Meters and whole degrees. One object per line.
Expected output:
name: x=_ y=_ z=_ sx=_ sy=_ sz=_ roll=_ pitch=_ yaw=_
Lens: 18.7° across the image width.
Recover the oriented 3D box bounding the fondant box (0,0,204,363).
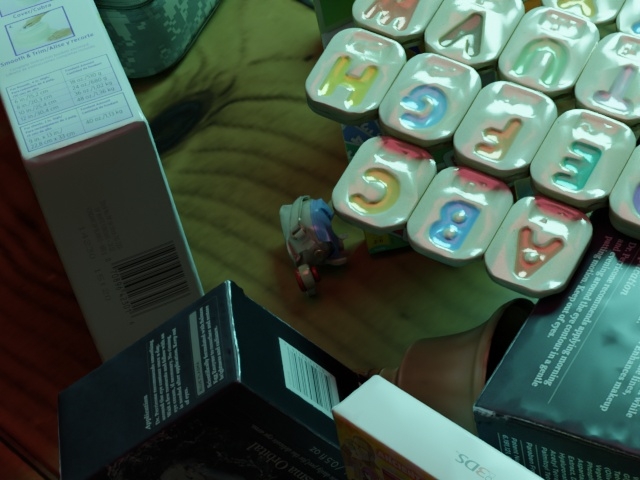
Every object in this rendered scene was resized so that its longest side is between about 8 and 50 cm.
fondant box: x=-0.192 y=-0.091 z=1.524 sx=0.096 sy=0.238 sz=0.330 roll=-21 pitch=45 yaw=-7

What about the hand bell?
hand bell: x=0.034 y=0.102 z=1.394 sx=0.242 sy=0.126 sz=0.126 roll=0 pitch=45 yaw=30

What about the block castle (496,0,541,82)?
block castle: x=0.216 y=-0.321 z=1.608 sx=0.453 sy=0.303 sz=0.213 roll=-14 pitch=44 yaw=-1

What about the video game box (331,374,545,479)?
video game box: x=0.104 y=0.199 z=1.203 sx=0.205 sy=0.187 sz=0.048 roll=31 pitch=60 yaw=35

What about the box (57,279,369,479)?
box: x=-0.065 y=0.132 z=1.295 sx=0.158 sy=0.156 sz=0.093 roll=-34 pitch=41 yaw=23

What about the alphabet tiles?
alphabet tiles: x=0.139 y=-0.099 z=1.312 sx=0.284 sy=0.021 sz=0.278 roll=23 pitch=64 yaw=19

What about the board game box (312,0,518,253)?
board game box: x=0.072 y=-0.115 z=1.468 sx=0.124 sy=0.259 sz=0.039 roll=-13 pitch=30 yaw=1

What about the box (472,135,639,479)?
box: x=0.320 y=0.085 z=1.269 sx=0.313 sy=0.179 sz=0.343 roll=16 pitch=52 yaw=29

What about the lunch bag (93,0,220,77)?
lunch bag: x=-0.252 y=-0.308 z=1.740 sx=0.305 sy=0.256 sz=0.212 roll=12 pitch=50 yaw=24

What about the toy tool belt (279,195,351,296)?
toy tool belt: x=0.000 y=0.000 z=1.521 sx=0.051 sy=0.052 sz=0.083 roll=-20 pitch=45 yaw=5
